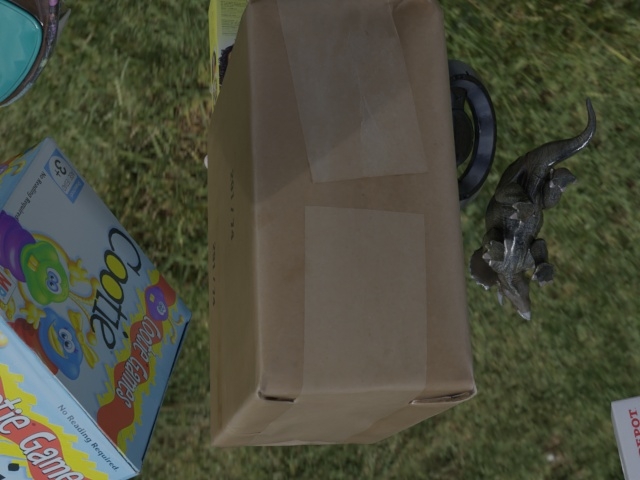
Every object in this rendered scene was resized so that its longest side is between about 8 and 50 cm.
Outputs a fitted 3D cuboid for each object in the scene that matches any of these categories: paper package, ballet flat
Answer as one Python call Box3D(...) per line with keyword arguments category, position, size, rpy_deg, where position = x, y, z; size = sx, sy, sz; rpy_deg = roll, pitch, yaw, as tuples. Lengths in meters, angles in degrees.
Box3D(category="paper package", position=(0.000, 0.000, 1.011), size=(0.168, 0.309, 0.324), rpy_deg=(0, 73, -12))
Box3D(category="ballet flat", position=(-0.226, -0.199, 0.922), size=(0.077, 0.079, 0.221), rpy_deg=(31, 132, 5))

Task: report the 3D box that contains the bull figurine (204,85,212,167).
Box3D(category="bull figurine", position=(-0.070, -0.187, 1.911), size=(0.310, 0.101, 0.188), rpy_deg=(-9, 155, 23))

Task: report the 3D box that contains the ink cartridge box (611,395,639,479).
Box3D(category="ink cartridge box", position=(0.414, 0.223, 1.236), size=(0.191, 0.082, 0.139), rpy_deg=(-13, 69, 10))

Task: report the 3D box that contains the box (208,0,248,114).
Box3D(category="box", position=(-0.107, -0.257, 1.626), size=(0.087, 0.232, 0.058), rpy_deg=(3, 144, -14))

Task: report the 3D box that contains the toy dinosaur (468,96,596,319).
Box3D(category="toy dinosaur", position=(0.256, -0.041, 1.503), size=(0.121, 0.160, 0.313), rpy_deg=(8, 106, -9))

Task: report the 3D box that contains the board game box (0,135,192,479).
Box3D(category="board game box", position=(-0.235, 0.083, 0.669), size=(0.275, 0.144, 0.142), rpy_deg=(-25, 116, 21))

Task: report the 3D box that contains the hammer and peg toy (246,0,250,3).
Box3D(category="hammer and peg toy", position=(-0.001, -0.402, 1.509), size=(0.266, 0.361, 0.127), rpy_deg=(-16, 139, 2))

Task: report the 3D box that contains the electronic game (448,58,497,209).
Box3D(category="electronic game", position=(0.192, -0.154, 1.752), size=(0.229, 0.048, 0.229), rpy_deg=(-9, 102, -47))
